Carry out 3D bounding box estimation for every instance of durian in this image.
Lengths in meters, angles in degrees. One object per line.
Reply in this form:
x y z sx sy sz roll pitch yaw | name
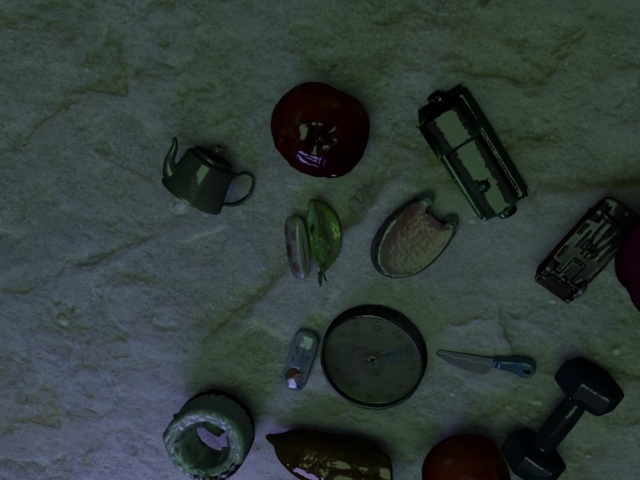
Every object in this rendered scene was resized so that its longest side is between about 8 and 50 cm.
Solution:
0.000 0.000 1.840 0.086 0.100 0.215 -5 100 19 | durian

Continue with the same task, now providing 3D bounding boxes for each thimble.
-0.299 0.522 2.023 0.237 0.150 0.237 2 100 9 | thimble

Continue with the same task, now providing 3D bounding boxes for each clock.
0.134 0.302 1.932 0.280 0.055 0.281 4 109 13 | clock

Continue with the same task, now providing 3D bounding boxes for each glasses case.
-0.057 0.019 1.881 0.063 0.041 0.164 20 120 54 | glasses case
-0.054 0.315 1.987 0.067 0.045 0.179 20 112 7 | glasses case

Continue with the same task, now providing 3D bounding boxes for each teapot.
-0.272 -0.163 1.840 0.239 0.162 0.149 27 102 -22 | teapot

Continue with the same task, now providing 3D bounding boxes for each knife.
0.410 0.309 1.884 0.244 0.032 0.058 3 117 18 | knife

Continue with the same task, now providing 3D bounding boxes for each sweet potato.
0.018 0.586 2.004 0.369 0.158 0.158 10 110 9 | sweet potato

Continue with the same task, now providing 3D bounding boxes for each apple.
0.364 0.593 1.882 0.201 0.218 0.218 -26 100 23 | apple

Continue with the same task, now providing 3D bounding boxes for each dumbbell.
0.578 0.440 1.821 0.144 0.160 0.325 42 115 32 | dumbbell

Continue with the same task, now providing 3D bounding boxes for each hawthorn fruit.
-0.001 -0.247 1.679 0.230 0.266 0.210 37 94 -4 | hawthorn fruit

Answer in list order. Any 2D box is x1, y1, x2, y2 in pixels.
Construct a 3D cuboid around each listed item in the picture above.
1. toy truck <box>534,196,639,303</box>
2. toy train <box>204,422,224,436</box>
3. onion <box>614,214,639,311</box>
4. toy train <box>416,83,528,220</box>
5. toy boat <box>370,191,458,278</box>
0.597 0.013 1.692 0.107 0.114 0.253 36 114 1 | toy truck
-0.303 0.504 2.115 0.093 0.038 0.056 33 109 2 | toy train
0.832 0.062 1.476 0.398 0.420 0.398 -11 121 -19 | onion
0.329 -0.180 1.660 0.138 0.178 0.330 -31 97 20 | toy train
0.216 -0.008 1.809 0.155 0.085 0.227 41 101 -11 | toy boat
